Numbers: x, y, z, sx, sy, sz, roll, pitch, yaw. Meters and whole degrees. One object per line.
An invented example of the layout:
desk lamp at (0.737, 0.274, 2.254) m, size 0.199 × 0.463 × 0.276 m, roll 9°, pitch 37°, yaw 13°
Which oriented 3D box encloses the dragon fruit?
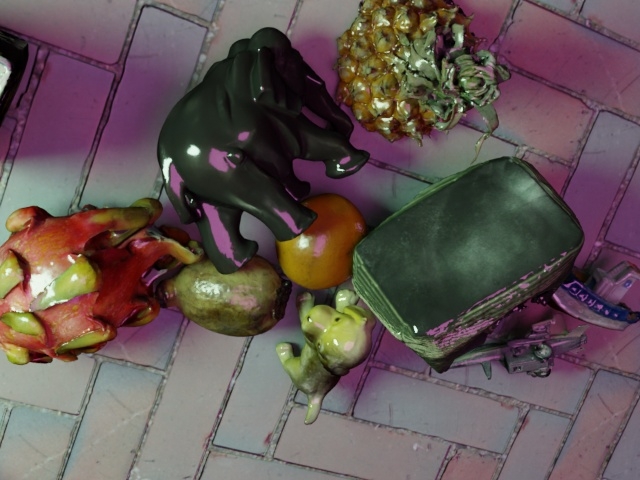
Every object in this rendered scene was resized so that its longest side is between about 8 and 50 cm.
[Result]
dragon fruit at (-0.348, 0.048, 1.252) m, size 0.307 × 0.243 × 0.227 m, roll -22°, pitch 88°, yaw -47°

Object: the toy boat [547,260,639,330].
toy boat at (0.470, 0.073, 1.504) m, size 0.262 × 0.114 × 0.115 m, roll 20°, pitch 111°, yaw -15°

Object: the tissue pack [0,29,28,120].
tissue pack at (-0.488, -0.183, 1.052) m, size 0.198 × 0.370 × 0.210 m, roll 28°, pitch 98°, yaw -21°

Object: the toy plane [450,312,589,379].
toy plane at (0.347, 0.207, 1.527) m, size 0.262 × 0.088 × 0.192 m, roll -20°, pitch 143°, yaw 0°

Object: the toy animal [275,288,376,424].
toy animal at (0.007, 0.165, 1.373) m, size 0.121 × 0.169 × 0.233 m, roll 6°, pitch 137°, yaw -17°

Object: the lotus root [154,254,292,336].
lotus root at (-0.151, 0.081, 1.347) m, size 0.214 × 0.138 × 0.138 m, roll 8°, pitch 104°, yaw -9°

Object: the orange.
orange at (0.000, 0.000, 1.356) m, size 0.156 × 0.124 × 0.156 m, roll -28°, pitch 131°, yaw -38°

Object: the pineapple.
pineapple at (0.167, -0.247, 1.252) m, size 0.262 × 0.272 × 0.262 m, roll -4°, pitch 107°, yaw -14°

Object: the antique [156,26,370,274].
antique at (-0.095, -0.143, 1.253) m, size 0.322 × 0.185 × 0.255 m, roll -46°, pitch 111°, yaw -27°

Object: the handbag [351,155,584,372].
handbag at (0.230, 0.047, 1.353) m, size 0.340 × 0.247 × 0.240 m, roll -32°, pitch 150°, yaw -5°
